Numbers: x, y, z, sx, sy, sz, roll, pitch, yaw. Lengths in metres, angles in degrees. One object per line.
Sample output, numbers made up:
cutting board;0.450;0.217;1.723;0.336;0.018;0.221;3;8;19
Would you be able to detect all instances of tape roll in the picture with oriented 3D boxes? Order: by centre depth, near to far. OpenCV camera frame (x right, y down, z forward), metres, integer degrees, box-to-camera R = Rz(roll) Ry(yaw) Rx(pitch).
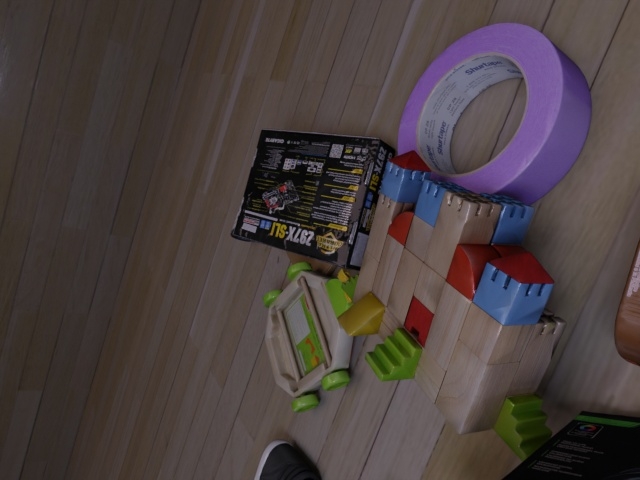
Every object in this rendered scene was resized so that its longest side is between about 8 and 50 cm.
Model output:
tape roll;0.250;-0.177;0.688;0.275;0.090;0.274;-22;62;48

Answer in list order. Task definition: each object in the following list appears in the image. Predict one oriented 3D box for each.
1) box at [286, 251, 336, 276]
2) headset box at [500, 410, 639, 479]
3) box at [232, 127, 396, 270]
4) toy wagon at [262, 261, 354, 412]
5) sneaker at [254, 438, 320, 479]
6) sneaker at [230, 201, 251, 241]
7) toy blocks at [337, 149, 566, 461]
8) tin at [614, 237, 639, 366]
box;0.000;0.000;1.019;0.201;0.021;0.164;-58;41;24
headset box;0.297;0.249;0.348;0.246;0.283;0.131;-16;82;51
box;-0.025;-0.097;0.954;0.322;0.079;0.257;14;90;36
toy wagon;-0.013;0.177;0.920;0.344;0.068;0.267;-48;50;39
sneaker;-0.082;0.568;0.883;0.147;0.105;0.295;0;75;58
sneaker;-0.153;-0.109;1.189;0.297;0.111;0.129;-33;49;42
toy blocks;0.170;0.041;0.587;0.381;0.191;0.260;-131;48;-57
tin;0.358;0.041;0.462;0.040;0.106;0.189;19;95;54
